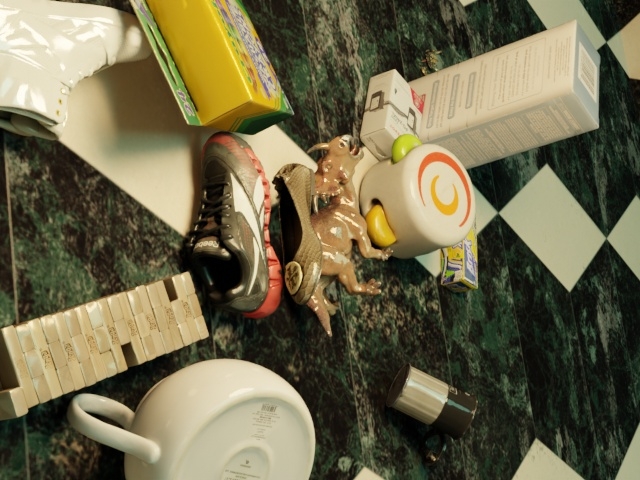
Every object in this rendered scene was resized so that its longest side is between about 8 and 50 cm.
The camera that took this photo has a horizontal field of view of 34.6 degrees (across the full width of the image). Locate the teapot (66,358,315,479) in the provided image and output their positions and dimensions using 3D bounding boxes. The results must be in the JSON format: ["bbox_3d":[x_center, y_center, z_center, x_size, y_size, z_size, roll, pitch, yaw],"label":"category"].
[{"bbox_3d":[-0.148,0.247,1.261,0.252,0.187,0.256,-33,125,-27],"label":"teapot"}]

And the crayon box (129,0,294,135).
[{"bbox_3d":[-0.142,-0.256,1.412,0.203,0.083,0.323,65,11,1],"label":"crayon box"}]

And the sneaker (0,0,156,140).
[{"bbox_3d":[-0.319,-0.202,1.262,0.292,0.108,0.169,-4,83,-47],"label":"sneaker"}]

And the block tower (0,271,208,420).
[{"bbox_3d":[-0.269,0.117,1.210,0.335,0.091,0.097,-21,94,-56],"label":"block tower"}]

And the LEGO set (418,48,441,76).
[{"bbox_3d":[0.230,-0.377,2.177,0.083,0.023,0.054,-27,97,-42],"label":"LEGO set"}]

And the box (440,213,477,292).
[{"bbox_3d":[0.277,0.016,2.057,0.059,0.054,0.169,30,54,-46],"label":"box"}]

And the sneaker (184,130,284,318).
[{"bbox_3d":[-0.131,-0.024,1.452,0.135,0.097,0.276,-1,80,-57],"label":"sneaker"}]

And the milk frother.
[{"bbox_3d":[0.174,0.303,1.771,0.134,0.129,0.143,27,81,-6],"label":"milk frother"}]

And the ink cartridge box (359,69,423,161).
[{"bbox_3d":[0.136,-0.227,1.942,0.109,0.063,0.150,42,46,-39],"label":"ink cartridge box"}]

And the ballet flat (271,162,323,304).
[{"bbox_3d":[-0.039,-0.016,1.495,0.058,0.084,0.250,19,48,-27],"label":"ballet flat"}]

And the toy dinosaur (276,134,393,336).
[{"bbox_3d":[0.000,0.000,1.620,0.200,0.127,0.296,37,61,-32],"label":"toy dinosaur"}]

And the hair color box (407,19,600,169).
[{"bbox_3d":[0.335,-0.259,1.961,0.113,0.374,0.185,43,45,-37],"label":"hair color box"}]

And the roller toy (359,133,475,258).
[{"bbox_3d":[0.171,-0.065,1.857,0.191,0.146,0.209,28,59,-35],"label":"roller toy"}]
